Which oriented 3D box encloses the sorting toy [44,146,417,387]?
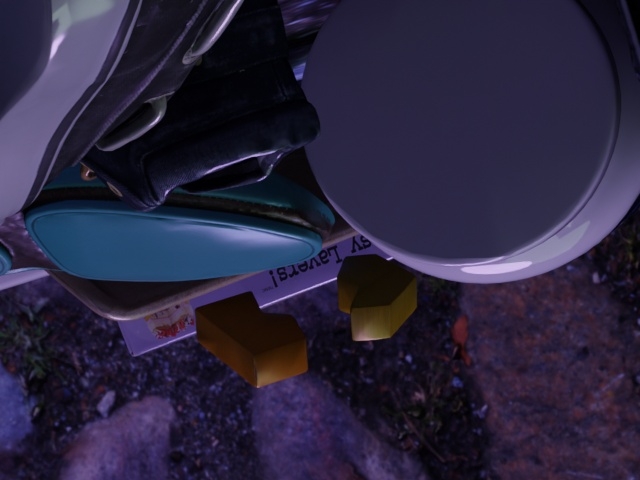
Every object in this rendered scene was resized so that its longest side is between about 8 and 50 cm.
[{"bbox_3d":[-0.045,-0.019,1.050,0.229,0.041,0.307,-17,-153,-27],"label":"sorting toy"}]

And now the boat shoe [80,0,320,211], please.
[{"bbox_3d":[-0.072,-0.045,0.630,0.065,0.083,0.183,-18,180,-36],"label":"boat shoe"}]

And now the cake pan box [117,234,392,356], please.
[{"bbox_3d":[0.000,0.000,1.441,0.267,0.070,0.246,-21,-179,11],"label":"cake pan box"}]

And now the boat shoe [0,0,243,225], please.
[{"bbox_3d":[-0.064,-0.052,0.482,0.070,0.077,0.219,-17,178,-23],"label":"boat shoe"}]

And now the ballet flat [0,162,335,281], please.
[{"bbox_3d":[-0.119,-0.025,0.801,0.247,0.087,0.083,-7,156,9],"label":"ballet flat"}]

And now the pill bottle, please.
[{"bbox_3d":[0.080,-0.060,0.881,0.153,0.153,0.265,-19,179,14],"label":"pill bottle"}]

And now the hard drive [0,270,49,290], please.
[{"bbox_3d":[-0.168,-0.015,1.314,0.308,0.040,0.203,-17,-169,32],"label":"hard drive"}]

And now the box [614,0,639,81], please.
[{"bbox_3d":[0.417,-0.102,0.867,0.480,0.297,0.472,-19,178,18],"label":"box"}]
